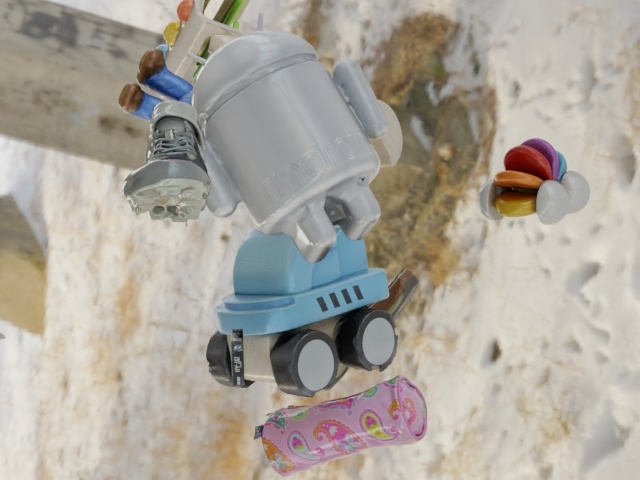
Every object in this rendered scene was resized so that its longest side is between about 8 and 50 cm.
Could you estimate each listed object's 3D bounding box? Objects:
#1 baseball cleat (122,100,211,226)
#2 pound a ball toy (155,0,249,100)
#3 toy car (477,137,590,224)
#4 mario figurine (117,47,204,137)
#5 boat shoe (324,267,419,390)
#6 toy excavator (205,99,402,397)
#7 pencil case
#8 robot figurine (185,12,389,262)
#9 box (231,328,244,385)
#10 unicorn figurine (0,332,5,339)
[{"bbox_3d":[-0.130,-0.070,0.878,0.206,0.072,0.110,151,116,-80],"label":"baseball cleat"},{"bbox_3d":[-0.241,-0.373,2.043,0.319,0.135,0.208,135,147,-54],"label":"pound a ball toy"},{"bbox_3d":[0.363,-0.105,1.788,0.159,0.182,0.136,5,107,39],"label":"toy car"},{"bbox_3d":[-0.188,-0.232,1.860,0.170,0.320,0.198,-76,12,-78],"label":"mario figurine"},{"bbox_3d":[0.063,0.167,2.090,0.324,0.120,0.122,-50,-7,28],"label":"boat shoe"},{"bbox_3d":[0.000,0.000,1.780,0.222,0.433,0.445,0,102,47],"label":"toy excavator"},{"bbox_3d":[0.036,0.311,1.756,0.284,0.124,0.124,-19,49,24],"label":"pencil case"},{"bbox_3d":[-0.050,-0.148,1.469,0.353,0.300,0.200,59,161,9],"label":"robot figurine"},{"bbox_3d":[-0.122,0.172,1.544,0.083,0.018,0.067,-124,32,-82],"label":"box"},{"bbox_3d":[-0.528,0.131,1.443,0.111,0.162,0.060,-50,15,43],"label":"unicorn figurine"}]
